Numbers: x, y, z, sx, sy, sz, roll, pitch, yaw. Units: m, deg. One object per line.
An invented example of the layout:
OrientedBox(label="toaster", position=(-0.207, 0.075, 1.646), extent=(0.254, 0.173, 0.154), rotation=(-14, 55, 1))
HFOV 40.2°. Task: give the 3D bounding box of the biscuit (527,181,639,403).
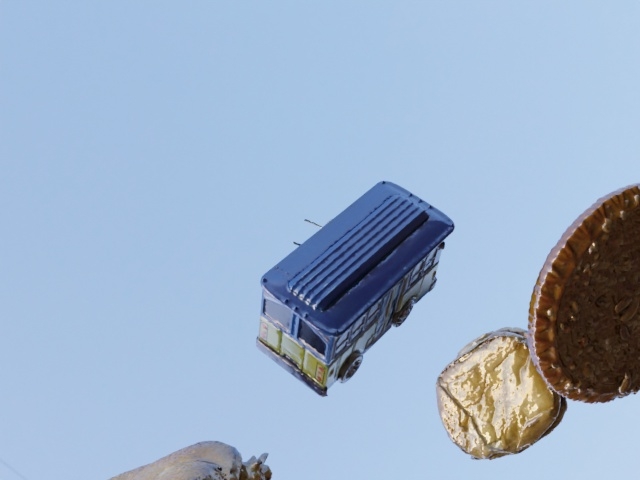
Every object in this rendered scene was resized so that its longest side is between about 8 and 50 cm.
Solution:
OrientedBox(label="biscuit", position=(0.386, 0.071, 1.083), extent=(0.305, 0.038, 0.305), rotation=(-10, -66, -24))

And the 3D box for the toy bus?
OrientedBox(label="toy bus", position=(0.050, 0.062, 1.242), extent=(0.288, 0.138, 0.175), rotation=(-40, -28, -34))

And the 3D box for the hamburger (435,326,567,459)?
OrientedBox(label="hamburger", position=(0.382, 0.328, 1.873), extent=(0.283, 0.259, 0.145), rotation=(-30, -24, 23))

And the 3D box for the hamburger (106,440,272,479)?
OrientedBox(label="hamburger", position=(-0.208, 0.401, 1.206), extent=(0.314, 0.290, 0.170), rotation=(-25, -74, 15))

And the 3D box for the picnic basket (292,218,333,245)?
OrientedBox(label="picnic basket", position=(0.000, 0.000, 1.405), extent=(0.065, 0.083, 0.083), rotation=(-60, -3, -45))
